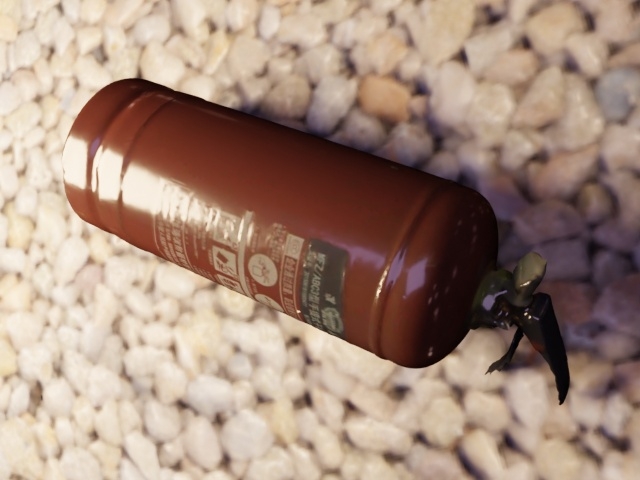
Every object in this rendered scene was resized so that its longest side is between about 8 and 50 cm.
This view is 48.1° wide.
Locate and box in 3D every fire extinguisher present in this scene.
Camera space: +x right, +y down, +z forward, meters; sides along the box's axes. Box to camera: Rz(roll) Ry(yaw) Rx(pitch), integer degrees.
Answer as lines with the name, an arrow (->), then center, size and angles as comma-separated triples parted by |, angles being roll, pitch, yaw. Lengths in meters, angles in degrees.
fire extinguisher -> 0.000, 0.000, 0.459 | 0.337, 0.135, 0.114 | 21, 57, 23
